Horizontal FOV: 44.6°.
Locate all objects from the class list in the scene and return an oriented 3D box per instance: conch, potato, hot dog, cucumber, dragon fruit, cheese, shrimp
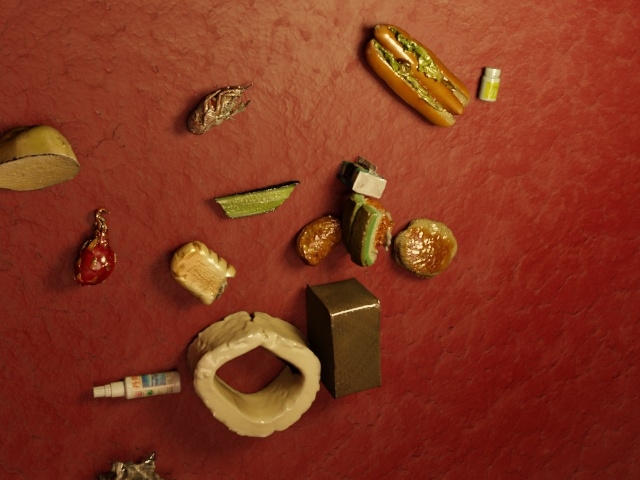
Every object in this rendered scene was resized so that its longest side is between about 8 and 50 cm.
[{"bbox_3d":[-0.468,0.700,2.029,0.186,0.240,0.313,-17,129,2],"label":"conch"},{"bbox_3d":[-0.631,-0.190,1.680,0.202,0.182,0.117,-15,78,5],"label":"potato"},{"bbox_3d":[0.000,-0.001,2.015,0.147,0.065,0.099,-48,119,-11],"label":"hot dog"},{"bbox_3d":[-0.153,-0.101,1.932,0.220,0.046,0.070,-12,116,-14],"label":"cucumber"},{"bbox_3d":[-0.518,0.022,1.827,0.094,0.094,0.190,17,92,-25],"label":"dragon fruit"},{"bbox_3d":[-0.176,0.336,2.036,0.332,0.153,0.292,39,94,-29],"label":"cheese"},{"bbox_3d":[-0.229,-0.312,1.808,0.190,0.075,0.073,-37,86,-14],"label":"shrimp"},{"bbox_3d":[0.239,-0.407,1.920,0.337,0.100,0.135,36,96,-28],"label":"hot dog"}]

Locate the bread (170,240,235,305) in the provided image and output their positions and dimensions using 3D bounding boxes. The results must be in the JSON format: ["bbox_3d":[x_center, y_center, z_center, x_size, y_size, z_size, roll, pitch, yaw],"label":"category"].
[{"bbox_3d":[-0.291,0.077,1.928,0.119,0.084,0.177,-45,118,0],"label":"bread"}]

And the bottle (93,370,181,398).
[{"bbox_3d":[-0.469,0.376,1.996,0.217,0.060,0.060,-6,112,-19],"label":"bottle"}]

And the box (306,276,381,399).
[{"bbox_3d":[0.061,0.254,2.072,0.143,0.184,0.273,-12,115,-20],"label":"box"}]

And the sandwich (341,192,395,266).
[{"bbox_3d":[0.134,-0.035,1.982,0.160,0.109,0.184,-21,136,-32],"label":"sandwich"}]

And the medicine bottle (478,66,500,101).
[{"bbox_3d":[0.439,-0.405,2.023,0.047,0.047,0.083,0,111,-20],"label":"medicine bottle"}]

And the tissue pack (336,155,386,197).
[{"bbox_3d":[0.107,-0.165,1.963,0.085,0.111,0.079,16,104,-26],"label":"tissue pack"}]

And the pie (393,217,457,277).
[{"bbox_3d":[0.286,0.022,2.123,0.193,0.079,0.163,18,100,-26],"label":"pie"}]
